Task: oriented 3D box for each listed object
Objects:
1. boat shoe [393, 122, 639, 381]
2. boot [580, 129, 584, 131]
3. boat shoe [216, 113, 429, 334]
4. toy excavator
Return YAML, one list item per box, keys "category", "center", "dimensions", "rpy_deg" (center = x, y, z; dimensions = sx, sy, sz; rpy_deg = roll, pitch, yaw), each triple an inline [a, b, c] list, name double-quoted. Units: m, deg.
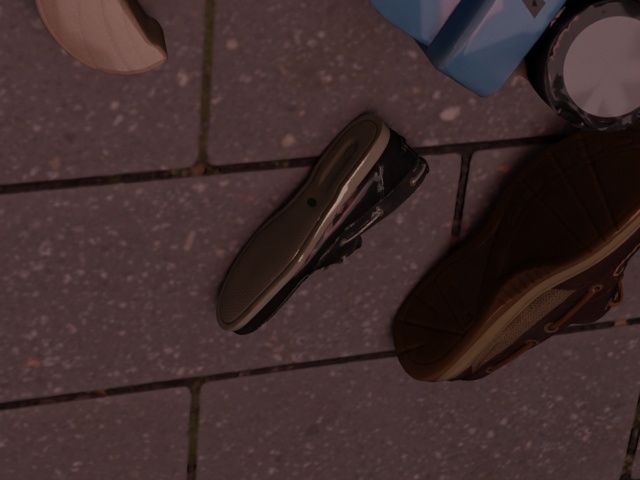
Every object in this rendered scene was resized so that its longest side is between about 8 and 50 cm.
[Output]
- category: "boat shoe"
  center: [0.220, 0.020, 1.449]
  dimensions: [0.123, 0.123, 0.342]
  rpy_deg: [20, 123, -42]
- category: "boot"
  center: [0.303, -0.138, 1.433]
  dimensions: [0.086, 0.069, 0.190]
  rpy_deg: [-2, 130, -27]
- category: "boat shoe"
  center: [0.000, 0.000, 1.380]
  dimensions: [0.079, 0.084, 0.233]
  rpy_deg: [36, 100, -34]
- category: "toy excavator"
  center: [0.061, -0.247, 1.202]
  dimensions: [0.445, 0.222, 0.433]
  rpy_deg: [31, 106, -20]
